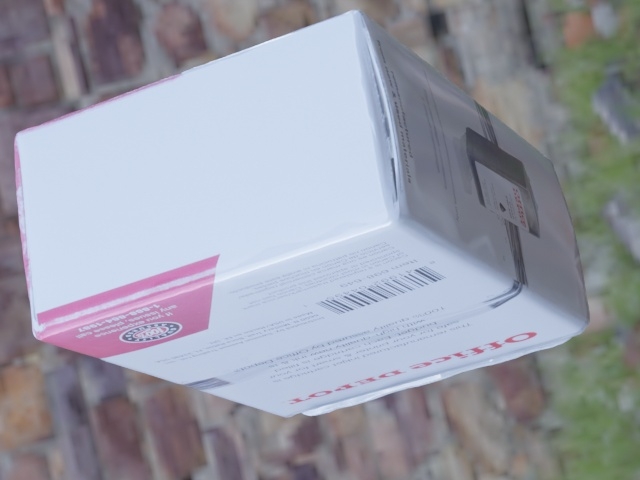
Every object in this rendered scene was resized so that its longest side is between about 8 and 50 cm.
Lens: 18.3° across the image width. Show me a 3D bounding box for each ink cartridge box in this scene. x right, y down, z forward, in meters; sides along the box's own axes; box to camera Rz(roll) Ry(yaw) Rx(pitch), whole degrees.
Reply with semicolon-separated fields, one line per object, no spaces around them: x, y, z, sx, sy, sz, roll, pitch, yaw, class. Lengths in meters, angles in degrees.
0.000;0.000;0.821;0.218;0.158;0.092;30;-134;-60;ink cartridge box
